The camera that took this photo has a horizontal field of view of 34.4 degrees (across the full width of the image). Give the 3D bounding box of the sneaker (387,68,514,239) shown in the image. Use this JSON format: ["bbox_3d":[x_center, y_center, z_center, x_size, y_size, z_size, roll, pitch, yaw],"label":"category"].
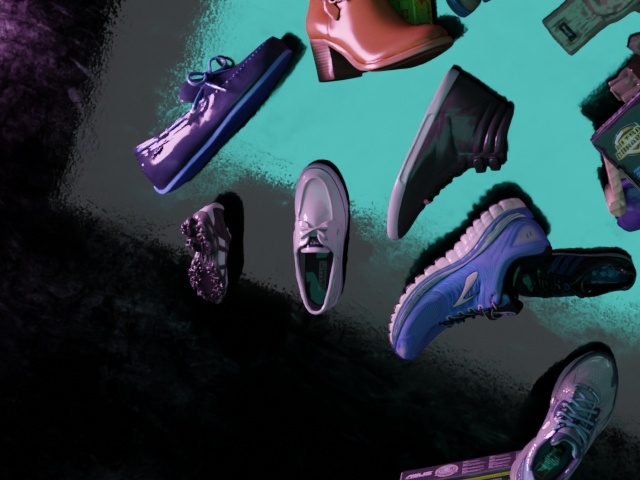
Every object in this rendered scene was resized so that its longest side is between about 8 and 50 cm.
[{"bbox_3d":[0.215,-0.114,1.676,0.146,0.104,0.296,25,104,10],"label":"sneaker"}]

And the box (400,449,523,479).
[{"bbox_3d":[0.297,0.498,1.845,0.270,0.060,0.216,-15,100,14],"label":"box"}]

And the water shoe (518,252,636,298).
[{"bbox_3d":[0.412,0.059,1.694,0.203,0.080,0.073,-10,102,14],"label":"water shoe"}]

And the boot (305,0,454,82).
[{"bbox_3d":[0.079,-0.369,1.596,0.283,0.109,0.220,1,101,55],"label":"boot"}]

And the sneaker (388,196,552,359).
[{"bbox_3d":[0.245,0.088,1.695,0.330,0.129,0.147,-48,70,19],"label":"sneaker"}]

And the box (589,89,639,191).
[{"bbox_3d":[0.588,-0.142,1.455,0.293,0.073,0.295,45,107,3],"label":"box"}]

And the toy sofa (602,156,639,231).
[{"bbox_3d":[0.613,-0.116,1.571,0.362,0.150,0.177,-12,100,14],"label":"toy sofa"}]

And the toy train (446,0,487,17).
[{"bbox_3d":[0.213,-0.479,1.596,0.143,0.105,0.248,-32,91,35],"label":"toy train"}]

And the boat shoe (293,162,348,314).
[{"bbox_3d":[0.000,0.000,1.762,0.095,0.084,0.258,-4,104,13],"label":"boat shoe"}]

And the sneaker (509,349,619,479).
[{"bbox_3d":[0.419,0.313,1.709,0.110,0.122,0.283,28,85,7],"label":"sneaker"}]

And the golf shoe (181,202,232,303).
[{"bbox_3d":[-0.184,0.023,1.815,0.077,0.094,0.198,19,134,20],"label":"golf shoe"}]

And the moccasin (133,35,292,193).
[{"bbox_3d":[-0.194,-0.221,1.720,0.342,0.138,0.117,-44,88,17],"label":"moccasin"}]

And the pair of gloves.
[{"bbox_3d":[0.494,-0.329,1.597,0.240,0.042,0.204,42,112,1],"label":"pair of gloves"}]

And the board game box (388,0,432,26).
[{"bbox_3d":[0.123,-0.407,1.630,0.092,0.043,0.181,8,109,46],"label":"board game box"}]
